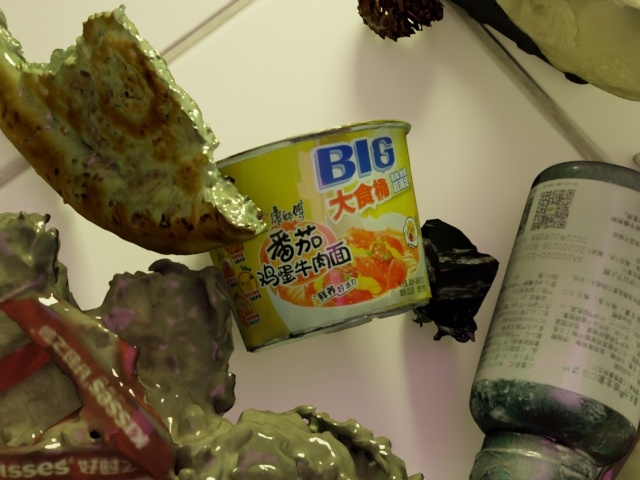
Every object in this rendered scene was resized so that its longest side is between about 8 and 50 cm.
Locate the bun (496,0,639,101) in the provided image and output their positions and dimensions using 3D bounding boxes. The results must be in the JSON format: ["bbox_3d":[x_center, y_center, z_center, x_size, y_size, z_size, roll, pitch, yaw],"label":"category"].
[{"bbox_3d":[0.282,-0.271,1.287,0.364,0.202,0.364,5,65,-10],"label":"bun"}]

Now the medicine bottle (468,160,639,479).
[{"bbox_3d":[0.210,0.089,1.262,0.141,0.141,0.293,21,70,-4],"label":"medicine bottle"}]

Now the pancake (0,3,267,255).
[{"bbox_3d":[-0.173,-0.092,1.193,0.376,0.197,0.054,27,34,35],"label":"pancake"}]

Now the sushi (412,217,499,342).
[{"bbox_3d":[0.103,0.037,1.282,0.056,0.085,0.083,-7,33,-23],"label":"sushi"}]

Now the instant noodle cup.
[{"bbox_3d":[0.000,0.000,1.229,0.205,0.205,0.153,-16,86,-15],"label":"instant noodle cup"}]

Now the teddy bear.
[{"bbox_3d":[-0.117,0.166,1.089,0.367,0.224,0.357,1,61,17],"label":"teddy bear"}]

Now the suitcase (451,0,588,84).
[{"bbox_3d":[0.243,-0.309,1.433,0.206,0.066,0.285,32,70,1],"label":"suitcase"}]

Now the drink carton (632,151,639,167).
[{"bbox_3d":[0.353,-0.005,1.357,0.084,0.074,0.200,-29,82,-18],"label":"drink carton"}]

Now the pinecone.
[{"bbox_3d":[0.073,-0.220,1.364,0.083,0.077,0.077,-17,77,-6],"label":"pinecone"}]

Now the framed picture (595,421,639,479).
[{"bbox_3d":[0.368,0.221,1.321,0.231,0.010,0.173,37,70,2],"label":"framed picture"}]
